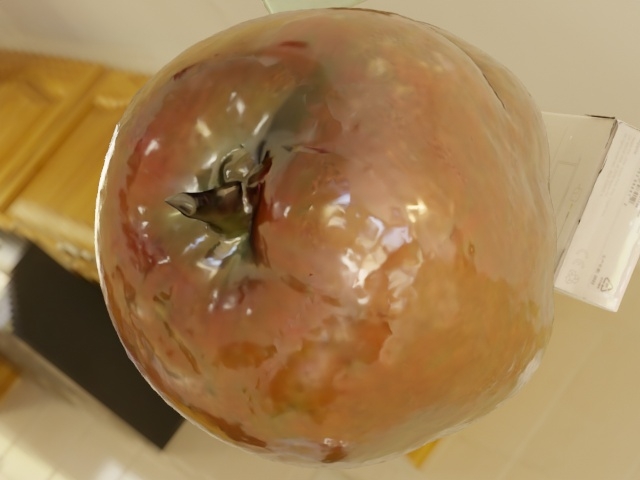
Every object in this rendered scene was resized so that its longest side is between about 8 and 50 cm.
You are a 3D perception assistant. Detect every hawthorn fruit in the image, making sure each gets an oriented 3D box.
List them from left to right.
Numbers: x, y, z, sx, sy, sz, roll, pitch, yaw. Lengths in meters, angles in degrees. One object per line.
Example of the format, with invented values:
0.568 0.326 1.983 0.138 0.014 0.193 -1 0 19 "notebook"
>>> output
0.000 0.000 0.900 0.267 0.268 0.301 32 13 20 "hawthorn fruit"

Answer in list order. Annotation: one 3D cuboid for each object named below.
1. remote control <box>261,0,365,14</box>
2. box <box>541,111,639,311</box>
0.074 -0.321 1.796 0.090 0.309 0.038 59 19 -28 "remote control"
0.291 -0.042 1.896 0.106 0.203 0.251 21 0 -21 "box"
